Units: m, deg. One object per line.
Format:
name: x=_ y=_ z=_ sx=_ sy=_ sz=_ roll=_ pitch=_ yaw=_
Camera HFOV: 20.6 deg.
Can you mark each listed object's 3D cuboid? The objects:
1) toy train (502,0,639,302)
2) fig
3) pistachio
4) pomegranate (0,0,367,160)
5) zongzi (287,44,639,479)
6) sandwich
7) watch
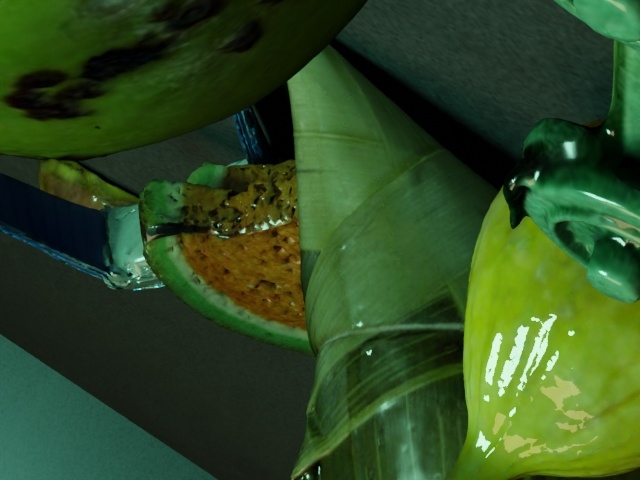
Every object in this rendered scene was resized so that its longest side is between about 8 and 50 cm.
toy train: x=0.179 y=-0.057 z=0.517 sx=0.237 sy=0.150 sz=0.369 roll=22 pitch=164 yaw=17
fig: x=0.107 y=0.058 z=0.804 sx=0.159 sy=0.257 sz=0.159 roll=46 pitch=169 yaw=12
pistachio: x=-0.186 y=-0.016 z=1.547 sx=0.173 sy=0.049 sz=0.089 roll=28 pitch=165 yaw=21
pomegranate: x=-0.105 y=-0.127 z=0.527 sx=0.291 sy=0.323 sz=0.291 roll=30 pitch=158 yaw=14
zongzi: x=0.121 y=0.022 z=0.989 sx=0.289 sy=0.317 sz=0.154 roll=0 pitch=166 yaw=-35
sandwich: x=-0.011 y=-0.002 z=1.089 sx=0.235 sy=0.079 sz=0.159 roll=12 pitch=145 yaw=-28
watch: x=-0.106 y=-0.070 z=1.099 sx=0.276 sy=0.068 sz=0.274 roll=-24 pitch=146 yaw=29
